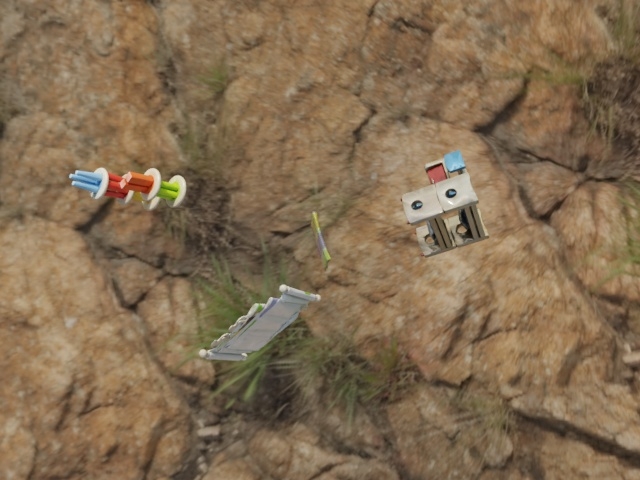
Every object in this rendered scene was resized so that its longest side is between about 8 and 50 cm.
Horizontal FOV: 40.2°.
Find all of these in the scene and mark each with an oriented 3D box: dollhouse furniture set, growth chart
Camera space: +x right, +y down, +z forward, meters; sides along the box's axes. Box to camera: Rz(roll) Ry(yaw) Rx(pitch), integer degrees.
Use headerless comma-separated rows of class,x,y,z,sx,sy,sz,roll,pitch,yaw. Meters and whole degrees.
dollhouse furniture set,0.213,-0.089,1.605,0.129,0.129,0.183,-18,54,9
growth chart,-0.122,0.172,1.767,0.237,0.172,0.021,-40,62,10

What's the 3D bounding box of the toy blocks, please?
toy blocks,-0.306,-0.088,1.379,0.123,0.148,0.054,-5,78,46

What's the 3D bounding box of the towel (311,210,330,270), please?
towel,0.000,0.000,1.338,0.009,0.060,0.083,-14,72,-8
